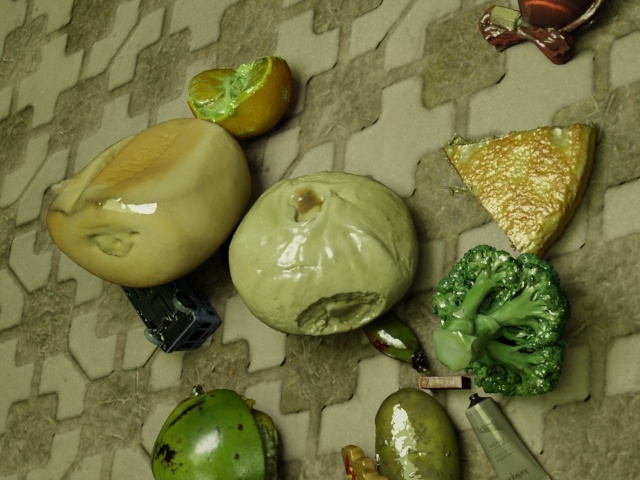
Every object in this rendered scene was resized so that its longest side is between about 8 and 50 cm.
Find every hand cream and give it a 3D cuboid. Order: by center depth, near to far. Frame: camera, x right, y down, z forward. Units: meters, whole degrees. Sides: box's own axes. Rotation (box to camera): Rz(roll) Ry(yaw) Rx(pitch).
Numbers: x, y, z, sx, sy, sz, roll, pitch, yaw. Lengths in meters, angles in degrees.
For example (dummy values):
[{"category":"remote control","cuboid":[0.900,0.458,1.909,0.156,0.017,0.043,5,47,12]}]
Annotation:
[{"category":"hand cream","cuboid":[0.312,0.350,1.398,0.087,0.054,0.186,-38,69,22]}]

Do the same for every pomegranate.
[{"category":"pomegranate","cuboid":[-0.197,0.449,1.563,0.261,0.260,0.340,-18,73,26]}]

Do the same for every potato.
[{"category":"potato","cuboid":[0.171,0.378,1.428,0.150,0.113,0.251,-15,66,4]}]

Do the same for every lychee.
[{"category":"lychee","cuboid":[-0.145,0.024,1.699,0.129,0.123,0.123,-34,60,-12]}]

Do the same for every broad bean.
[{"category":"broad bean","cuboid":[0.102,0.139,1.556,0.077,0.061,0.339,-35,63,-4]}]

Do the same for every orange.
[{"category":"orange","cuboid":[-0.165,-0.303,1.749,0.237,0.158,0.179,-13,31,22]}]

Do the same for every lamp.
[{"category":"lamp","cuboid":[0.408,-0.445,1.465,0.215,0.151,0.223,31,97,36]}]

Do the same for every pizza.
[{"category":"pizza","cuboid":[0.348,-0.132,1.476,0.288,0.075,0.279,32,92,34]}]

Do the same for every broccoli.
[{"category":"broccoli","cuboid":[0.291,0.141,1.334,0.270,0.270,0.269,14,112,38]}]

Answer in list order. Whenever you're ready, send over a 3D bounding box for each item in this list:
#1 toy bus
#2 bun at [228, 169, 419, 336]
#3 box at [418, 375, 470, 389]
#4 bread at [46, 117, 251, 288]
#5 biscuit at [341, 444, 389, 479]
[{"category":"toy bus","cuboid":[-0.353,0.105,1.790,0.125,0.133,0.292,-48,62,18]},{"category":"bun","cuboid":[-0.003,-0.004,1.508,0.365,0.202,0.364,-5,52,7]},{"category":"box","cuboid":[0.225,0.259,1.464,0.082,0.051,0.023,-6,74,29]},{"category":"bread","cuboid":[-0.323,-0.078,1.659,0.348,0.252,0.376,-4,36,24]},{"category":"biscuit","cuboid":[0.086,0.457,1.445,0.041,0.212,0.238,-19,37,-15]}]
